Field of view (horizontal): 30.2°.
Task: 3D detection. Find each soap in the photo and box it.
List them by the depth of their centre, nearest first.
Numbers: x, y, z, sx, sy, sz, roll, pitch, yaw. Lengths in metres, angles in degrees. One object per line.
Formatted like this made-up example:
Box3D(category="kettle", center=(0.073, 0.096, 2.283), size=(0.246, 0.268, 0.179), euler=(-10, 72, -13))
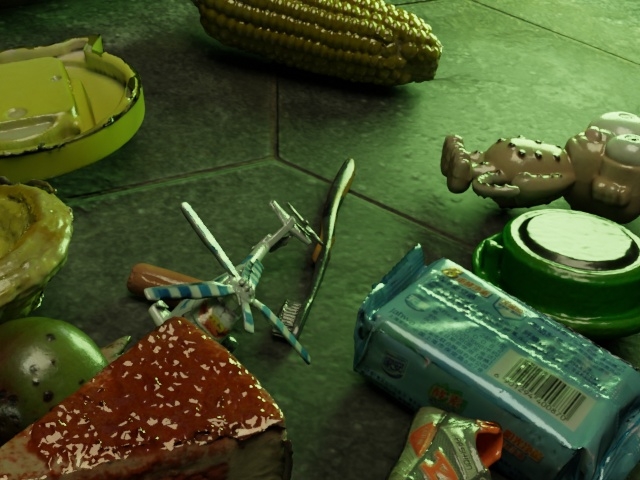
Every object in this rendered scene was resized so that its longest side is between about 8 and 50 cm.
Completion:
Box3D(category="soap", center=(0.168, 0.125, 1.108), size=(0.293, 0.077, 0.156), euler=(32, 41, 23))

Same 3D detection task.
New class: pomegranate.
Box3D(category="pomegranate", center=(-0.225, 0.118, 0.983), size=(0.129, 0.129, 0.159), euler=(15, 19, 5))

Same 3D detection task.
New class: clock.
Box3D(category="clock", center=(-0.333, -0.135, 1.311), size=(0.277, 0.071, 0.293), euler=(-8, 32, -7))

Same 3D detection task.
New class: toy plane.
Box3D(category="toy plane", center=(-0.092, 0.038, 1.112), size=(0.182, 0.107, 0.273), euler=(42, 26, -24))

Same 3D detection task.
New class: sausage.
Box3D(category="sausage", center=(-0.148, 0.047, 1.159), size=(0.083, 0.034, 0.034), euler=(16, 38, 7))

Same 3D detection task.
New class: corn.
Box3D(category="corn", center=(-0.011, -0.282, 1.536), size=(0.347, 0.130, 0.130), euler=(17, 38, 0))

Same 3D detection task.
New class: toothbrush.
Box3D(category="toothbrush", center=(0.003, 0.001, 1.267), size=(0.031, 0.023, 0.321), euler=(18, 38, 4))

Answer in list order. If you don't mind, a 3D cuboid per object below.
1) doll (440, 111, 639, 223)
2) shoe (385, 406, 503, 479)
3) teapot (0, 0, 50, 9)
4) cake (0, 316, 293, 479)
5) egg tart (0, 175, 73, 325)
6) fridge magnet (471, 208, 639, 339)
Box3D(category="doll", center=(0.280, -0.081, 1.369), size=(0.278, 0.119, 0.154), euler=(-2, 28, -14))
Box3D(category="shoe", center=(0.100, 0.208, 0.973), size=(0.077, 0.074, 0.194), euler=(-1, 30, 21))
Box3D(category="teapot", center=(-0.364, -0.439, 1.603), size=(0.312, 0.233, 0.315), euler=(-16, 17, -40))
Box3D(category="cake", center=(-0.171, 0.165, 0.904), size=(0.262, 0.158, 0.159), euler=(-7, 39, -22))
Box3D(category="egg tart", center=(-0.343, 0.035, 1.054), size=(0.279, 0.095, 0.279), euler=(-8, 30, 5))
Box3D(category="fridge magnet", center=(0.261, 0.033, 1.235), size=(0.208, 0.088, 0.208), euler=(5, 27, -3))
